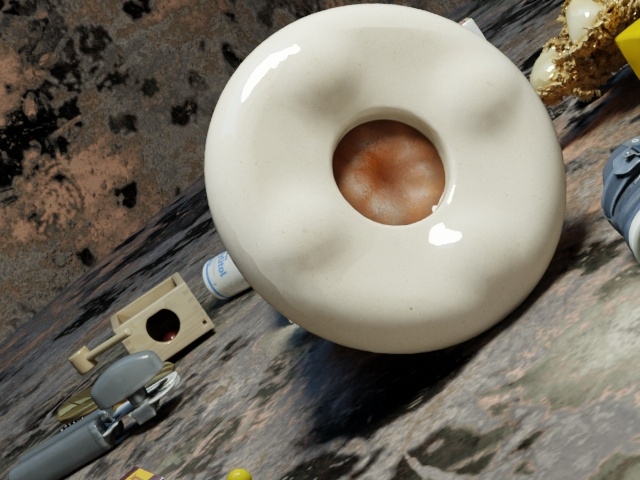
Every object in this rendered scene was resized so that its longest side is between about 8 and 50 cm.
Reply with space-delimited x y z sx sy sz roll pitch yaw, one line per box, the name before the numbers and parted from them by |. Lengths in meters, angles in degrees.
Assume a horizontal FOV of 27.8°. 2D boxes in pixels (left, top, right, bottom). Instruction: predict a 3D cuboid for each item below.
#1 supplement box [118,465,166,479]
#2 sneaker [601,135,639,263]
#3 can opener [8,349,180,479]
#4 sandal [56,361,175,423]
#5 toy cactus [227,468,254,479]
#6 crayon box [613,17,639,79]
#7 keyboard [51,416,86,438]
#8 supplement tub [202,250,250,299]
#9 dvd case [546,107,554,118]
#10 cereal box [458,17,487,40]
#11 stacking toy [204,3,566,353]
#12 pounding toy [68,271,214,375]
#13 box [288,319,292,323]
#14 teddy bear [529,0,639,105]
supplement box | -0.204 0.298 1.173 0.188 0.081 0.104 -39 11 -20
sneaker | 0.340 -0.074 1.100 0.226 0.086 0.163 -35 14 7
can opener | -0.309 0.235 1.715 0.283 0.095 0.076 -32 11 18
sandal | -0.286 0.225 1.838 0.180 0.049 0.072 -22 14 -10
toy cactus | -0.083 0.251 1.007 0.180 0.112 0.219 -15 13 37
crayon box | 0.535 -0.292 1.380 0.363 0.106 0.313 -36 11 -5
keyboard | -0.344 0.244 1.940 0.192 0.038 0.100 -42 13 -35
supplement tub | -0.128 0.044 2.046 0.107 0.071 0.071 -29 13 35
dvd case | 0.160 -0.118 1.622 0.221 0.018 0.164 -21 7 -19
cereal box | 0.164 -0.184 1.868 0.240 0.173 0.047 -35 11 5
stacking toy | 0.033 -0.006 1.409 0.351 0.350 0.480 -39 -7 -19
pounding toy | -0.265 0.152 1.929 0.206 0.094 0.181 -35 11 -6
box | 0.000 0.000 1.805 0.169 0.087 0.290 -34 11 6
teddy bear | 0.382 -0.267 1.643 0.245 0.113 0.338 -59 -17 24
